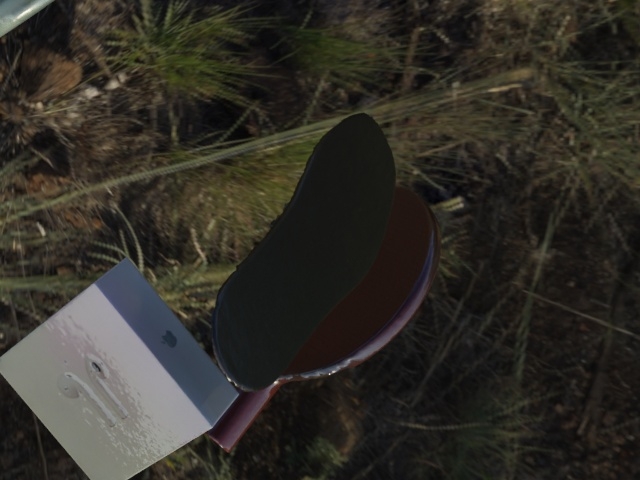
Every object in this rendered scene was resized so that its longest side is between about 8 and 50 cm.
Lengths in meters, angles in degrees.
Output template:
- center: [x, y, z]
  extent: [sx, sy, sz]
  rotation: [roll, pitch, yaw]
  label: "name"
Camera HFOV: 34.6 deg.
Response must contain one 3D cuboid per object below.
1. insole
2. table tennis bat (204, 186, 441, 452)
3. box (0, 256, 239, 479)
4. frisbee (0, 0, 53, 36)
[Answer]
- center: [0.000, 0.000, 0.773]
  extent: [0.111, 0.007, 0.328]
  rotation: [63, 34, -20]
  label: "insole"
- center: [-0.006, 0.068, 0.993]
  extent: [0.310, 0.200, 0.038]
  rotation: [-51, 128, -10]
  label: "table tennis bat"
- center: [-0.150, 0.101, 0.753]
  extent: [0.130, 0.051, 0.129]
  rotation: [-35, 97, 31]
  label: "box"
- center: [-0.104, -0.112, 0.413]
  extent: [0.110, 0.110, 0.014]
  rotation: [-41, 113, -8]
  label: "frisbee"
